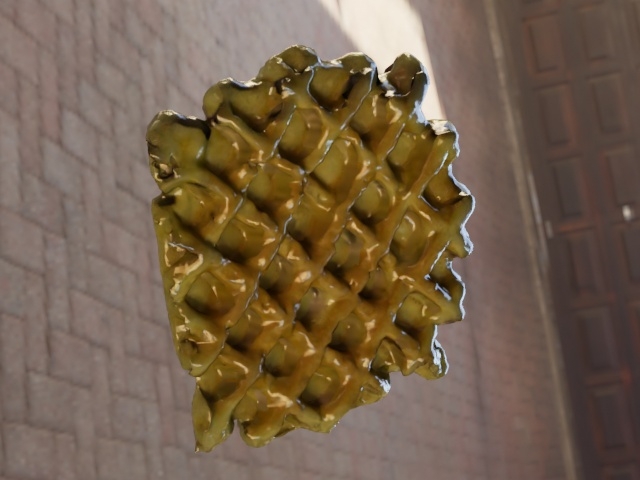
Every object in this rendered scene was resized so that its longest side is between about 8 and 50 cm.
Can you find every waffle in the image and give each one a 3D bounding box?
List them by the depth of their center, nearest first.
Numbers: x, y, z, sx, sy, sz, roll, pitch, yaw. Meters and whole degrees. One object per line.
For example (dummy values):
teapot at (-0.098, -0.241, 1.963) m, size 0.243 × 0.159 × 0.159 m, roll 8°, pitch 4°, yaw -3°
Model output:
waffle at (-0.001, -0.001, 0.747) m, size 0.054 × 0.204 × 0.223 m, roll 19°, pitch -60°, yaw 58°
